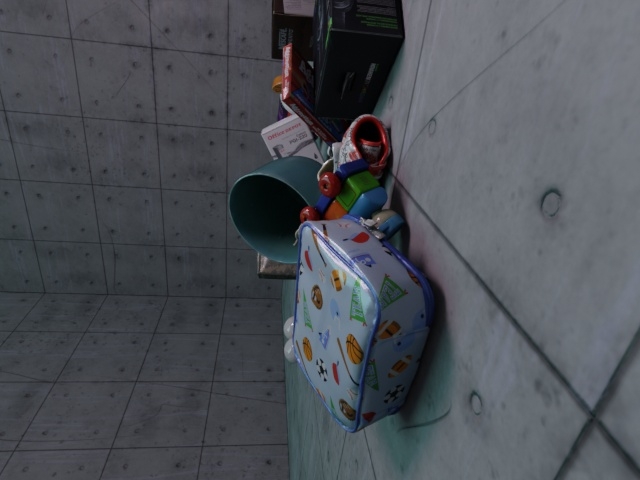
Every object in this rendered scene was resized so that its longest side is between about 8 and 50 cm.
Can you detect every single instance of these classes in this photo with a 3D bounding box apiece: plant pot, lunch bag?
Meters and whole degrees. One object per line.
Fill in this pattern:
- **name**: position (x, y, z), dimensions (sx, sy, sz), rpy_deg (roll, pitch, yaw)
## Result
- **plant pot**: position (-0.082, -0.115, 1.238), dimensions (0.235, 0.293, 0.293), rpy_deg (-51, -22, -46)
- **lunch bag**: position (-0.131, 0.007, 1.650), dimensions (0.169, 0.235, 0.287), rpy_deg (117, 155, -77)
- **lunch bag**: position (0.043, 0.114, 0.634), dimensions (0.243, 0.115, 0.303), rpy_deg (47, 139, 46)

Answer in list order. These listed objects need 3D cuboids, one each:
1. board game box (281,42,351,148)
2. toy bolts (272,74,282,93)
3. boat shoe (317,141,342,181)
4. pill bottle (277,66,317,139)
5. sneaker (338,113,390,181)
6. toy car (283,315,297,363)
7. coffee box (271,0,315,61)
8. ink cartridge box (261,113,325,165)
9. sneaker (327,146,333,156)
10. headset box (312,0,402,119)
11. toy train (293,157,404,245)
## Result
- **board game box**: position (0.002, -0.314, 0.990), dimensions (0.281, 0.027, 0.145), rpy_deg (30, -128, -53)
- **toy bolts**: position (-0.028, -0.413, 1.305), dimensions (0.228, 0.218, 0.159), rpy_deg (-7, -86, -80)
- **boat shoe**: position (0.039, -0.160, 1.031), dimensions (0.277, 0.096, 0.098), rpy_deg (108, 161, -63)
- **pill bottle**: position (-0.068, -0.500, 1.574), dimensions (0.323, 0.181, 0.182), rpy_deg (119, 153, -72)
- **sneaker**: position (0.073, -0.104, 0.805), dimensions (0.145, 0.090, 0.270), rpy_deg (158, 117, -83)
- **toy car**: position (-0.009, 0.275, 1.154), dimensions (0.136, 0.159, 0.182), rpy_deg (-44, 29, 23)
- **coffee box**: position (-0.066, -0.647, 1.084), dimensions (0.168, 0.118, 0.297), rpy_deg (121, 149, -73)
- **ink cartridge box**: position (-0.089, -0.313, 1.449), dimensions (0.092, 0.158, 0.218), rpy_deg (-102, -13, -68)
- **sneaker**: position (0.043, -0.300, 1.303), dimensions (0.035, 0.031, 0.083), rpy_deg (-124, 31, -54)
- **headset box**: position (0.061, -0.419, 0.852), dimensions (0.246, 0.131, 0.283), rpy_deg (114, 156, -69)
- **toy train**: position (0.040, -0.012, 0.746), dimensions (0.143, 0.105, 0.248), rpy_deg (52, 139, 17)
